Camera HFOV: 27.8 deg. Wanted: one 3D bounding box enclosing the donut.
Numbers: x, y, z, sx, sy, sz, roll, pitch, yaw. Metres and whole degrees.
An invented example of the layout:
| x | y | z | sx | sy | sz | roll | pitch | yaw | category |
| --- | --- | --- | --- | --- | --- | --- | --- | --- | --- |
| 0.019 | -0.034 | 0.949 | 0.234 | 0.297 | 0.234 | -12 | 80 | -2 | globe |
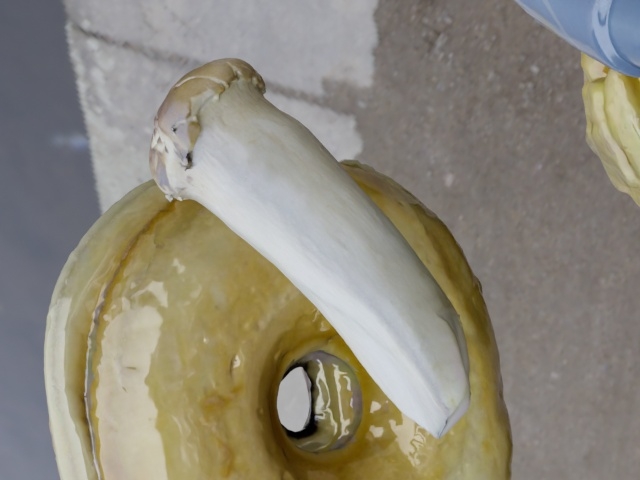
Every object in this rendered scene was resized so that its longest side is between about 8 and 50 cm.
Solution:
| x | y | z | sx | sy | sz | roll | pitch | yaw | category |
| --- | --- | --- | --- | --- | --- | --- | --- | --- | --- |
| -0.028 | 0.139 | 1.077 | 0.449 | 0.449 | 0.198 | 46 | 155 | -17 | donut |

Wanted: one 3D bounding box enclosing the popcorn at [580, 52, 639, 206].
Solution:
| x | y | z | sx | sy | sz | roll | pitch | yaw | category |
| --- | --- | --- | --- | --- | --- | --- | --- | --- | --- |
| 0.460 | -0.149 | 1.388 | 0.354 | 0.390 | 0.344 | -22 | 158 | -2 | popcorn |

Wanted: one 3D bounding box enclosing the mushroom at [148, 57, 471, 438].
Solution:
| x | y | z | sx | sy | sz | roll | pitch | yaw | category |
| --- | --- | --- | --- | --- | --- | --- | --- | --- | --- |
| 0.000 | 0.000 | 0.596 | 0.209 | 0.071 | 0.084 | 46 | 153 | 19 | mushroom |

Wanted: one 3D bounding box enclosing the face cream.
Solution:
| x | y | z | sx | sy | sz | roll | pitch | yaw | category |
| --- | --- | --- | --- | --- | --- | --- | --- | --- | --- |
| 0.200 | -0.181 | 0.955 | 0.135 | 0.385 | 0.086 | 32 | 98 | -21 | face cream |
